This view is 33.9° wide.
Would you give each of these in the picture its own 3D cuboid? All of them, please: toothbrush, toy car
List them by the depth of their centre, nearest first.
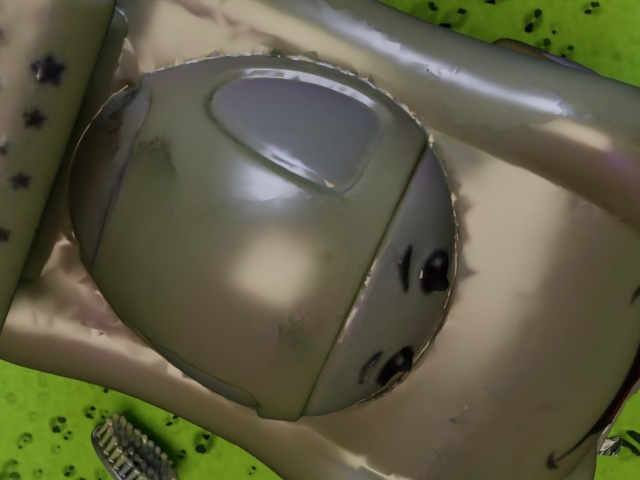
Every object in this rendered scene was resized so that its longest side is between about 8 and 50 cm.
[{"bbox_3d":[0.000,0.000,0.462,0.335,0.226,0.242,26,106,5],"label":"toy car"},{"bbox_3d":[0.005,0.236,0.599,0.375,0.028,0.037,44,139,5],"label":"toothbrush"}]

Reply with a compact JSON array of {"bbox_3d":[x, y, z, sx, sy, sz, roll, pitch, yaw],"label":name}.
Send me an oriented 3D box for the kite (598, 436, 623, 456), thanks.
[{"bbox_3d":[0.090,0.109,0.591,0.156,0.011,0.139,5,107,8],"label":"kite"}]
